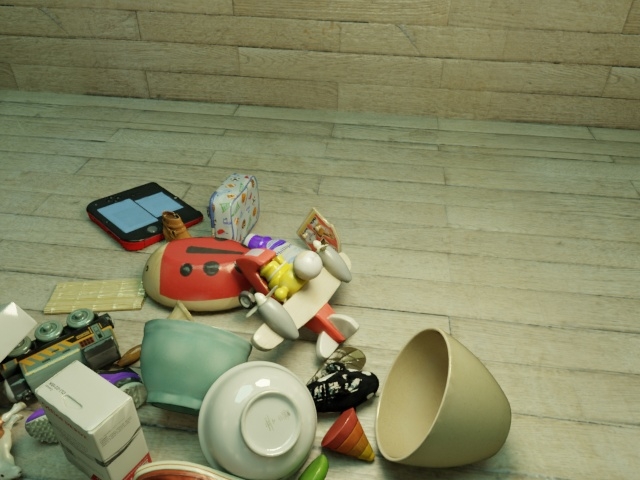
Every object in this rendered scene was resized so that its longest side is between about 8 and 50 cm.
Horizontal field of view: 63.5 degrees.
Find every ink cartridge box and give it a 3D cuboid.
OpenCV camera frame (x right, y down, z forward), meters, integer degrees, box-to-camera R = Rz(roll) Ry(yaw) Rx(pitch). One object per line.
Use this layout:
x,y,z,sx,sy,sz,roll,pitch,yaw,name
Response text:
-0.517,0.438,1.197,0.196,0.273,0.114,22,42,25,ink cartridge box

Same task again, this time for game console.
-0.721,-0.113,2.108,0.386,0.060,0.341,31,47,33,game console

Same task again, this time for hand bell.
-0.496,0.297,1.549,0.242,0.126,0.126,-34,48,-22,hand bell

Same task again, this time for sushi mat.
-0.746,0.184,1.744,0.316,0.019,0.152,-3,36,-5,sushi mat

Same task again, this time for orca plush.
0.024,0.387,1.368,0.286,0.102,0.151,8,65,-5,orca plush

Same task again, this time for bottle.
-0.150,0.053,1.868,0.282,0.092,0.118,24,44,28,bottle

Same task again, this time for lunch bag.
-0.325,-0.102,1.957,0.114,0.243,0.303,9,32,12,lunch bag

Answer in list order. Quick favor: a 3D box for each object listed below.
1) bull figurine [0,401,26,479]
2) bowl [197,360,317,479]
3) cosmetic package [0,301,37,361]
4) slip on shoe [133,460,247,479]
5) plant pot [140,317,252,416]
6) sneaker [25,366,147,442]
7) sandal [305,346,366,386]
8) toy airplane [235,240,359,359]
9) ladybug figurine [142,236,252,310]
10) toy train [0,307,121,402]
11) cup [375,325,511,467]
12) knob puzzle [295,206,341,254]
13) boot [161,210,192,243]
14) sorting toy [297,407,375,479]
-0.845,0.485,1.275,0.310,0.101,0.188,11,36,13,bull figurine
-0.129,0.428,1.211,0.297,0.134,0.298,6,71,-18,bowl
-0.952,0.335,1.327,0.284,0.097,0.377,-15,33,40,cosmetic package
-0.269,0.576,1.156,0.330,0.123,0.101,13,42,7,slip on shoe
-0.342,0.347,1.355,0.292,0.293,0.197,7,65,8,plant pot
-0.623,0.420,1.375,0.293,0.102,0.146,-15,35,-28,sneaker
0.036,0.384,1.463,0.090,0.060,0.219,43,66,12,sandal
-0.044,0.157,1.538,0.383,0.273,0.386,4,40,-20,toy airplane
-0.384,0.096,1.749,0.448,0.162,0.305,1,37,0,ladybug figurine
-0.731,0.320,1.456,0.333,0.142,0.190,-25,43,-30,toy train
0.316,0.409,1.265,0.236,0.331,0.331,26,36,-11,cup
0.000,0.000,1.876,0.213,0.213,0.030,26,43,30,knob puzzle
-0.506,-0.022,1.910,0.197,0.153,0.073,16,39,19,boot
0.023,0.570,1.206,0.126,0.127,0.365,41,48,2,sorting toy
